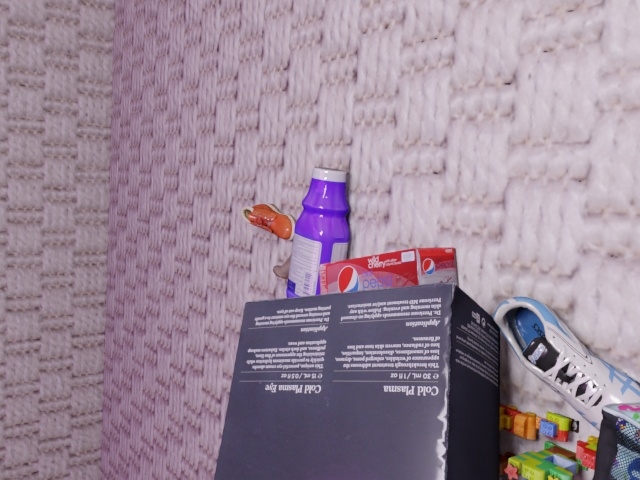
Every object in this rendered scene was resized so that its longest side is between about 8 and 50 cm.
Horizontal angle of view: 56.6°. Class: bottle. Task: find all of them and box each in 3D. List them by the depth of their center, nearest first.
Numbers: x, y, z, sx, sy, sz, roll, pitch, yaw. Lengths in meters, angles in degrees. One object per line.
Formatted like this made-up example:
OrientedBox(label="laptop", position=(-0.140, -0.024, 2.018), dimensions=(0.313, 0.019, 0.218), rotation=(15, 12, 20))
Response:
OrientedBox(label="bottle", position=(0.000, 0.000, 1.167), dimensions=(0.118, 0.092, 0.283), rotation=(21, 107, 52))

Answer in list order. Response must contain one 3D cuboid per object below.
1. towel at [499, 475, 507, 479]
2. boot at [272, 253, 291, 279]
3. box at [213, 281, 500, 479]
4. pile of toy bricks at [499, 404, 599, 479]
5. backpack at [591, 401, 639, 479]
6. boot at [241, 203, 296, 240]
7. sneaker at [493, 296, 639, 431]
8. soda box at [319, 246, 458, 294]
OrientedBox(label="towel", position=(0.129, 0.423, 0.892), dimensions=(0.235, 0.121, 0.284), rotation=(32, 93, 50))
OrientedBox(label="boot", position=(-0.060, 0.048, 1.304), dimensions=(0.118, 0.042, 0.087), rotation=(32, 110, 49))
OrientedBox(label="box", position=(0.050, 0.245, 0.808), dimensions=(0.343, 0.179, 0.313), rotation=(-8, 61, 33))
OrientedBox(label="pile of toy bricks", position=(0.284, 0.285, 0.760), dimensions=(0.212, 0.105, 0.118), rotation=(6, 95, 55))
OrientedBox(label="backpack", position=(0.393, 0.206, 0.487), dimensions=(0.253, 0.225, 0.191), rotation=(-139, 54, -64))
OrientedBox(label="boot", position=(-0.117, -0.040, 1.341), dimensions=(0.158, 0.084, 0.059), rotation=(32, 114, 48))
OrientedBox(label="sneaker", position=(0.308, 0.162, 0.745), dimensions=(0.237, 0.086, 0.085), rotation=(50, 127, 40))
OrientedBox(label="soda box", position=(0.107, 0.066, 1.017), dimensions=(0.263, 0.092, 0.084), rotation=(-11, 82, 54))
